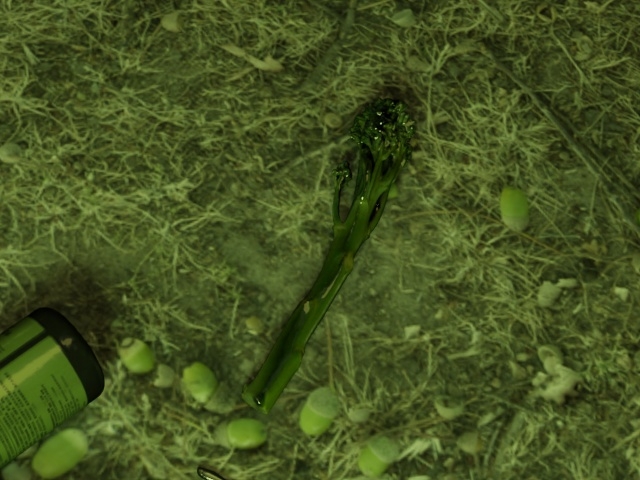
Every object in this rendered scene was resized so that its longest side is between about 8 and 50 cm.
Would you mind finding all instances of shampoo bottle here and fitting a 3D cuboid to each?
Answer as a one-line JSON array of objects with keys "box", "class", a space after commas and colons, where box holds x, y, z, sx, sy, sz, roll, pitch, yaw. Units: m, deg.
[{"box": [-0.330, 0.175, 1.052, 0.284, 0.101, 0.101, -37, 75, -27], "class": "shampoo bottle"}]

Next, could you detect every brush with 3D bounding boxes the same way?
[{"box": [-0.080, 0.235, 1.129, 0.083, 0.008, 0.024, 26, 63, 1], "class": "brush"}]

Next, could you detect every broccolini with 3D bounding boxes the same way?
[{"box": [0.001, 0.003, 1.249, 0.079, 0.074, 0.392, 51, 55, -32], "class": "broccolini"}]
